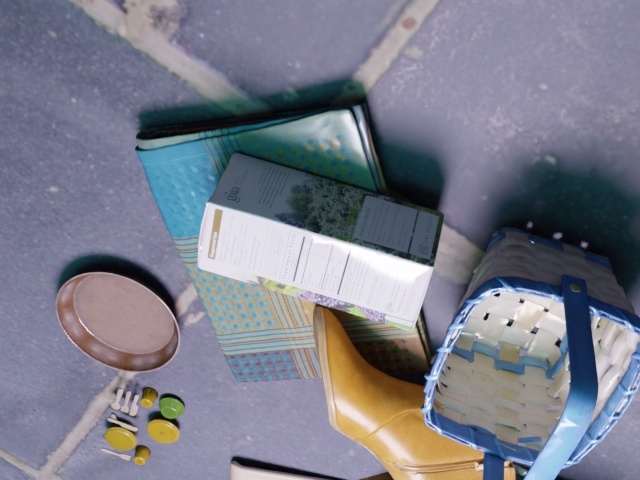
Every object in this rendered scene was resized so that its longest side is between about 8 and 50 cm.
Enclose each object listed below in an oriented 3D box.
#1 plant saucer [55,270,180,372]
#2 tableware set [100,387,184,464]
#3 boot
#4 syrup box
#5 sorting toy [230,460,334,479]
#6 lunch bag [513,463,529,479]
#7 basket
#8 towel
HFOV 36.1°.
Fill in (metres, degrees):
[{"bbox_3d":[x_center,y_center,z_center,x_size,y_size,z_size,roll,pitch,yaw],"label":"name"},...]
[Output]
[{"bbox_3d":[-0.256,0.099,1.264,0.169,0.029,0.168,8,129,11],"label":"plant saucer"},{"bbox_3d":[-0.249,0.263,1.391,0.104,0.024,0.154,20,128,-3],"label":"tableware set"},{"bbox_3d":[0.116,0.193,1.151,0.211,0.104,0.295,-15,102,1],"label":"boot"},{"bbox_3d":[0.000,0.000,1.022,0.237,0.093,0.096,16,130,3],"label":"syrup box"},{"bbox_3d":[-0.035,0.410,1.425,0.208,0.038,0.193,11,128,9],"label":"sorting toy"},{"bbox_3d":[0.250,0.469,1.227,0.169,0.287,0.235,18,128,4],"label":"lunch bag"},{"bbox_3d":[0.214,0.140,0.986,0.201,0.289,0.254,19,130,2],"label":"basket"},{"bbox_3d":[-0.034,0.017,1.131,0.272,0.040,0.370,-5,125,20],"label":"towel"}]
